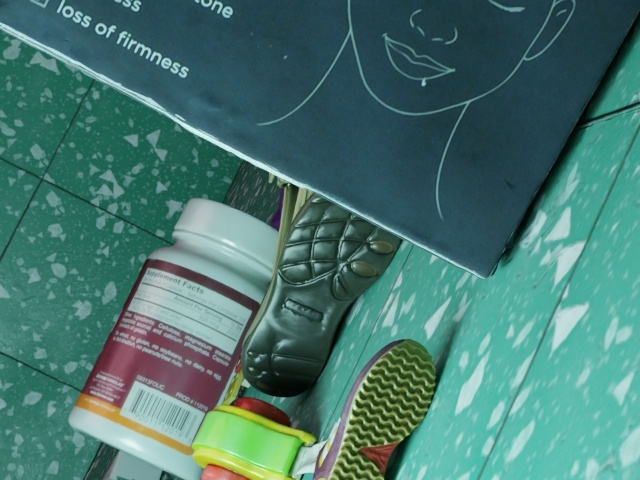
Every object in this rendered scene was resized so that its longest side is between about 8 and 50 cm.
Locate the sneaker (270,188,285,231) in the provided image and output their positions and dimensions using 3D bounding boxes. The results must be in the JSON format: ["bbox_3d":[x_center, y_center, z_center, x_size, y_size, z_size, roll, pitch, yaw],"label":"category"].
[{"bbox_3d":[-0.037,-0.107,2.210,0.236,0.105,0.095,-56,13,41],"label":"sneaker"}]

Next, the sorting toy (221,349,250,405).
[{"bbox_3d":[-0.053,0.129,1.803,0.274,0.046,0.132,-55,12,36],"label":"sorting toy"}]

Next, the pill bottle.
[{"bbox_3d":[-0.201,0.148,2.011,0.392,0.224,0.224,-65,9,-13],"label":"pill bottle"}]

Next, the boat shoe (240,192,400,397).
[{"bbox_3d":[0.000,0.032,1.574,0.324,0.123,0.120,-59,7,19],"label":"boat shoe"}]

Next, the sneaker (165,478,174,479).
[{"bbox_3d":[-0.241,0.416,1.963,0.158,0.065,0.061,-60,10,13],"label":"sneaker"}]

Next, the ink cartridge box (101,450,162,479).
[{"bbox_3d":[-0.369,0.502,2.335,0.160,0.093,0.219,-57,11,30],"label":"ink cartridge box"}]

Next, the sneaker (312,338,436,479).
[{"bbox_3d":[0.035,0.169,1.142,0.185,0.070,0.084,-63,14,-10],"label":"sneaker"}]

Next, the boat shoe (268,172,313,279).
[{"bbox_3d":[-0.023,-0.049,1.693,0.104,0.089,0.285,132,137,-73],"label":"boat shoe"}]

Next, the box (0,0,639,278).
[{"bbox_3d":[0.038,-0.298,1.162,0.471,0.480,0.297,-61,9,9],"label":"box"}]

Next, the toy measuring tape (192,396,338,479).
[{"bbox_3d":[-0.066,0.218,1.421,0.121,0.121,0.330,-66,10,-21],"label":"toy measuring tape"}]
